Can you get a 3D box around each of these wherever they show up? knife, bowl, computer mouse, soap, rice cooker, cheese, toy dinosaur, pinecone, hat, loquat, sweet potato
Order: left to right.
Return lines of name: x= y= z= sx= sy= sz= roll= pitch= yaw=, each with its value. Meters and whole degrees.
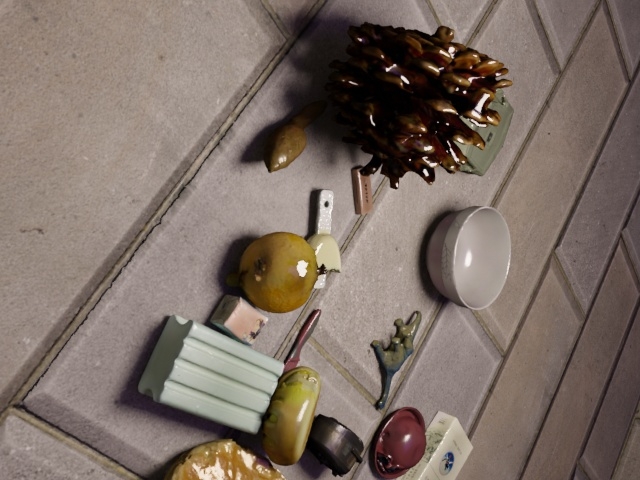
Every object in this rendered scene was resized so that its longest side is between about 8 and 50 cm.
soap: x=-0.208 y=0.269 z=1.291 sx=0.265 sy=0.088 sz=0.159 roll=34 pitch=72 yaw=-42
loquat: x=-0.092 y=0.068 z=1.341 sx=0.205 sy=0.149 sz=0.172 roll=-8 pitch=129 yaw=-11
sweet potato: x=-0.062 y=-0.217 z=1.378 sx=0.269 sy=0.075 sz=0.074 roll=-57 pitch=132 yaw=-38
knife: x=-0.059 y=0.264 z=1.492 sx=0.035 sy=0.018 sz=0.247 roll=46 pitch=67 yaw=-45
cheese: x=0.001 y=0.000 z=1.485 sx=0.127 sy=0.050 sz=0.234 roll=-1 pitch=96 yaw=-42
rice cooker: x=0.032 y=0.483 z=1.548 sx=0.106 sy=0.112 sz=0.165 roll=-45 pitch=122 yaw=-24
toy dinosaur: x=0.216 y=0.312 z=1.754 sx=0.248 sy=0.075 sz=0.188 roll=-41 pitch=132 yaw=-39
hat: x=0.229 y=0.554 z=1.771 sx=0.205 sy=0.089 sz=0.205 roll=-9 pitch=103 yaw=-43
pinecone: x=0.191 y=-0.293 z=1.411 sx=0.398 sy=0.398 sz=0.397 roll=-9 pitch=102 yaw=-44
bowl: x=0.395 y=0.041 z=1.818 sx=0.287 sy=0.144 sz=0.286 roll=-9 pitch=103 yaw=-44
computer mouse: x=0.402 y=-0.298 z=1.763 sx=0.429 sy=0.146 sz=0.228 roll=5 pitch=108 yaw=-64

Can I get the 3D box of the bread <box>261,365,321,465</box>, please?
bread: x=-0.066 y=0.375 z=1.404 sx=0.213 sy=0.105 sz=0.213 roll=12 pitch=90 yaw=-83

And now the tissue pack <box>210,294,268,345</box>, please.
tissue pack: x=-0.167 y=0.162 z=1.336 sx=0.094 sy=0.059 sz=0.074 roll=44 pitch=68 yaw=-39

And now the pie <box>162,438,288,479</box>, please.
pie: x=-0.172 y=0.543 z=1.257 sx=0.340 sy=0.083 sz=0.339 roll=25 pitch=42 yaw=-25

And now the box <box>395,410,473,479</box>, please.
box: x=0.334 y=0.653 z=1.905 sx=0.256 sy=0.069 sz=0.164 roll=-50 pitch=127 yaw=-27

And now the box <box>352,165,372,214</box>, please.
box: x=0.103 y=-0.121 z=1.586 sx=0.048 sy=0.025 sz=0.115 roll=-19 pitch=110 yaw=-40
